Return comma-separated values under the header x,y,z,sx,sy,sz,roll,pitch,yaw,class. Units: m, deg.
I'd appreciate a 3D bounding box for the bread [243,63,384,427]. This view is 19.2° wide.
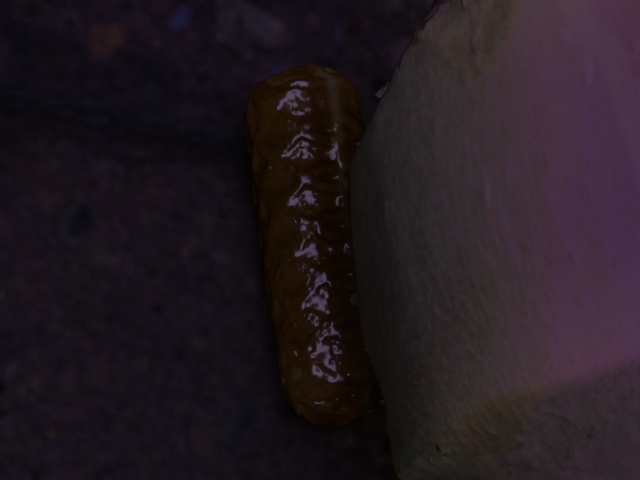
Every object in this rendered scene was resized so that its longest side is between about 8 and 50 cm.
x,y,z,sx,sy,sz,roll,pitch,yaw,class
0.000,0.000,0.789,0.052,0.044,0.157,-2,73,-19,bread

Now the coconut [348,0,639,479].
x,y,z,sx,sy,sz,roll,pitch,yaw,class
0.127,0.016,0.715,0.233,0.233,0.245,-6,72,-13,coconut
